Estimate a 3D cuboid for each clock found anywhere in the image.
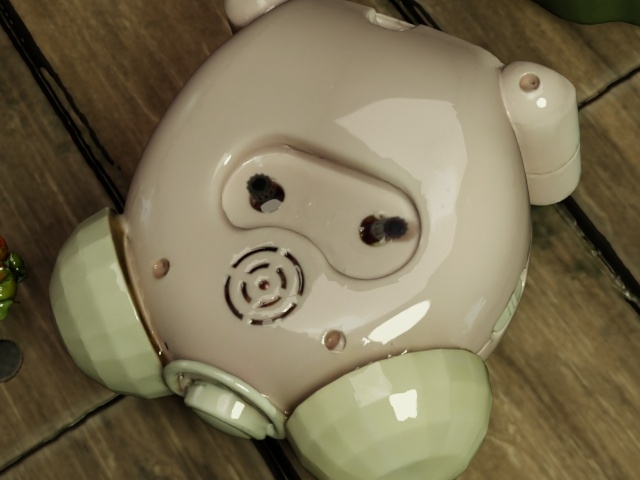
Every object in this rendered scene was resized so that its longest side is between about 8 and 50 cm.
[{"bbox_3d":[0.000,0.000,1.189,0.342,0.184,0.326,21,75,26],"label":"clock"}]

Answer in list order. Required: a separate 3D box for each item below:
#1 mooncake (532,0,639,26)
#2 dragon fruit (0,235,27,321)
[{"bbox_3d":[0.255,-0.328,1.281,0.351,0.187,0.351,-4,61,7],"label":"mooncake"},{"bbox_3d":[-0.302,0.051,1.253,0.175,0.142,0.138,-19,24,-20],"label":"dragon fruit"}]
